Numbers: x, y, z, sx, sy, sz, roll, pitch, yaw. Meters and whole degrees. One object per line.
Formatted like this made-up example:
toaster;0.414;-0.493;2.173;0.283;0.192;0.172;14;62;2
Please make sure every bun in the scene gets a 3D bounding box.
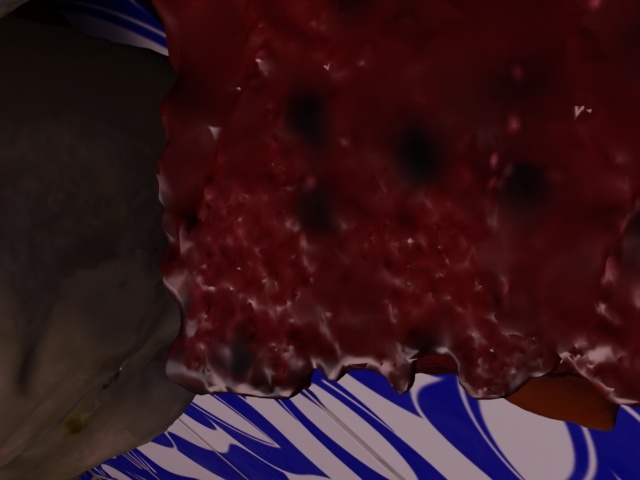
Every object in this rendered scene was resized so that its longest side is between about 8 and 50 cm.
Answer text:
bun;-0.199;0.031;0.579;0.326;0.362;0.234;102;156;-72

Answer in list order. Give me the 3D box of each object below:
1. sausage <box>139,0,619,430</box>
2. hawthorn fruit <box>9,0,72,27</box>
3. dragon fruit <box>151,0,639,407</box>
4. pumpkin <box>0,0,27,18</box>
sausage;0.034;-0.048;0.620;0.348;0.094;0.097;49;157;-19
hawthorn fruit;-0.292;-0.095;0.857;0.298;0.277;0.277;49;167;28
dragon fruit;0.154;-0.060;0.407;0.329;0.228;0.286;-5;170;36
pumpkin;-0.216;-0.190;0.433;0.332;0.332;0.199;20;147;39
